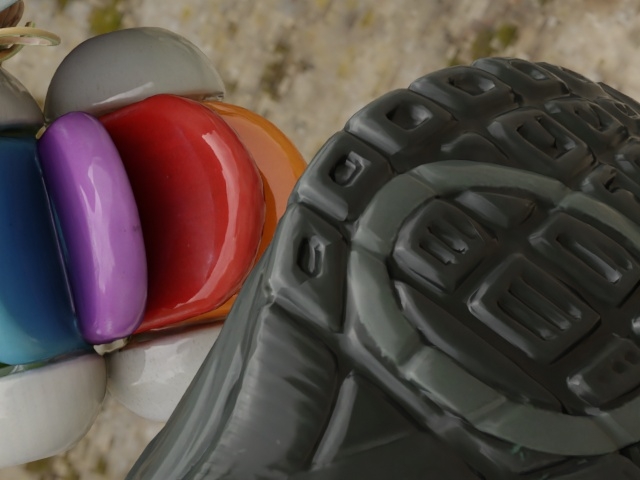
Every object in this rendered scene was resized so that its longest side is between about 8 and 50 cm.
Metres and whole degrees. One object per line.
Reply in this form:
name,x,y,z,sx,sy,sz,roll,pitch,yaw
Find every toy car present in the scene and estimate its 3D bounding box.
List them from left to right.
toy car,-0.085,-0.003,0.703,0.136,0.182,0.159,-16,86,62

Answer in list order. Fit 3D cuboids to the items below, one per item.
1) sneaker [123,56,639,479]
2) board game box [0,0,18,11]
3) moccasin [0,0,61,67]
sneaker,-0.007,0.066,0.386,0.286,0.109,0.130,-44,-2,-34
board game box,-0.175,-0.130,0.739,0.224,0.097,0.303,-34,14,-14
moccasin,-0.245,-0.134,1.136,0.147,0.139,0.380,-38,37,48
